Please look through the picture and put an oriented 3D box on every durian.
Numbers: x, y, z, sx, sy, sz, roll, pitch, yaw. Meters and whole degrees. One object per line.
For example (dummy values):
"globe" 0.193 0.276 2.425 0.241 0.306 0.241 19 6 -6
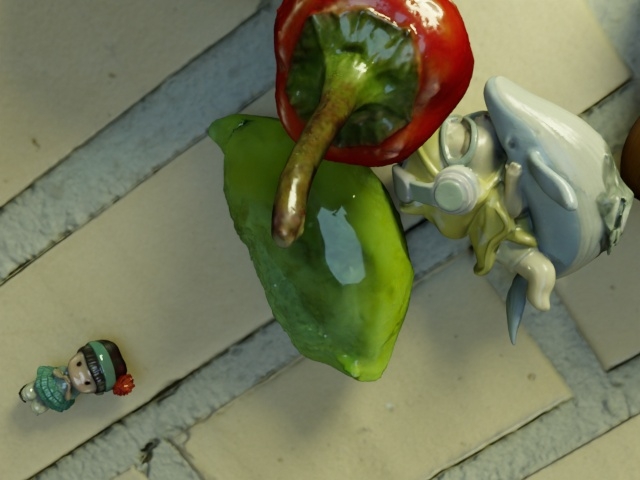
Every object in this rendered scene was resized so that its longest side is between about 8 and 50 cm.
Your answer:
"durian" 0.000 0.000 0.585 0.139 0.101 0.250 -20 100 8

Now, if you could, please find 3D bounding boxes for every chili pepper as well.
"chili pepper" 0.031 -0.117 0.439 0.131 0.338 0.135 -20 103 10

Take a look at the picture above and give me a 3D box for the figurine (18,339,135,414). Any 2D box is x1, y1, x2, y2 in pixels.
"figurine" -0.229 0.134 0.656 0.105 0.047 0.060 -26 83 12

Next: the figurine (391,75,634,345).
"figurine" 0.150 -0.028 0.556 0.183 0.128 0.209 5 118 28

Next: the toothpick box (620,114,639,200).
"toothpick box" 0.338 -0.152 0.496 0.192 0.192 0.295 17 109 0
